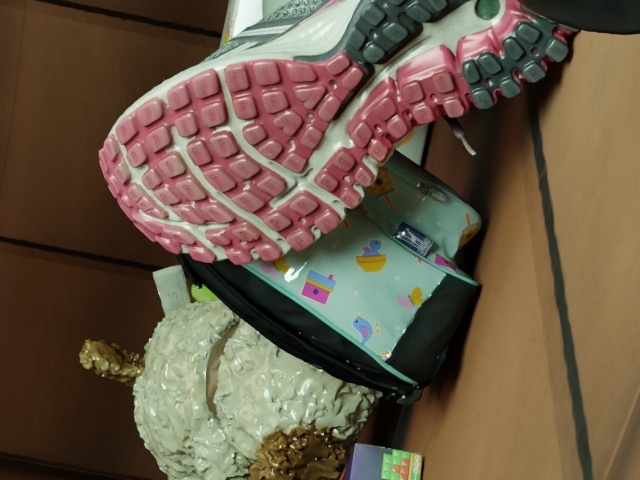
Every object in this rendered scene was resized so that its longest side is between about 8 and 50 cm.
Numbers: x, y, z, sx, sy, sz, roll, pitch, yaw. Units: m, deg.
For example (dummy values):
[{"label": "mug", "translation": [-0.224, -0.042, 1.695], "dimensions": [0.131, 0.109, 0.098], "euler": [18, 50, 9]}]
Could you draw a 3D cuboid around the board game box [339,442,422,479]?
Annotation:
[{"label": "board game box", "translation": [0.021, 0.236, 1.257], "dimensions": [0.141, 0.048, 0.170], "euler": [107, 172, -58]}]

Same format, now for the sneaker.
[{"label": "sneaker", "translation": [0.014, -0.087, 1.093], "dimensions": [0.121, 0.299, 0.112], "euler": [57, -162, -20]}]

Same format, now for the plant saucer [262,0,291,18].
[{"label": "plant saucer", "translation": [0.041, -0.272, 1.274], "dimensions": [0.400, 0.100, 0.400], "euler": [-64, 0, -1]}]

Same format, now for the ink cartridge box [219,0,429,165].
[{"label": "ink cartridge box", "translation": [0.007, -0.158, 1.575], "dimensions": [0.168, 0.171, 0.232], "euler": [-125, 46, -83]}]

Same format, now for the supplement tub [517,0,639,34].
[{"label": "supplement tub", "translation": [0.118, -0.184, 0.752], "dimensions": [0.106, 0.106, 0.198], "euler": [109, 170, -58]}]

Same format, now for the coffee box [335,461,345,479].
[{"label": "coffee box", "translation": [-0.009, 0.265, 1.572], "dimensions": [0.184, 0.040, 0.113], "euler": [-91, 14, -69]}]

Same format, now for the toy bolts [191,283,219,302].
[{"label": "toy bolts", "translation": [-0.007, 0.025, 1.853], "dimensions": [0.218, 0.158, 0.228], "euler": [14, -106, -55]}]

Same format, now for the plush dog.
[{"label": "plush dog", "translation": [-0.038, 0.101, 1.427], "dimensions": [0.225, 0.211, 0.262], "euler": [-19, 47, 53]}]

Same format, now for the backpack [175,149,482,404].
[{"label": "backpack", "translation": [0.000, 0.000, 1.211], "dimensions": [0.144, 0.188, 0.166], "euler": [-64, 2, -3]}]
